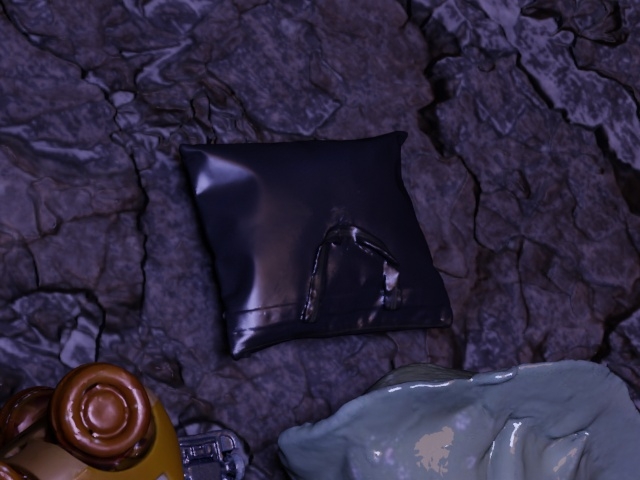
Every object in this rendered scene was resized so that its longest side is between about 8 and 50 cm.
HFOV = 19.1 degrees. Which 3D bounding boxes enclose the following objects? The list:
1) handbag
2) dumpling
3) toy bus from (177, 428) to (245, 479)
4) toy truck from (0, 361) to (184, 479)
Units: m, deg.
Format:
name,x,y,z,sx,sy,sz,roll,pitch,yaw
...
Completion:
name,x,y,z,sx,sy,sz,roll,pitch,yaw
handbag,0.000,0.000,1.809,0.254,0.089,0.211,-5,75,-31
dumpling,0.129,0.202,1.754,0.320,0.212,0.270,-14,118,-42
toy bus,-0.104,0.260,1.683,0.079,0.077,0.174,-5,78,-27
toy truck,-0.227,0.244,1.557,0.288,0.204,0.211,-37,95,-30
